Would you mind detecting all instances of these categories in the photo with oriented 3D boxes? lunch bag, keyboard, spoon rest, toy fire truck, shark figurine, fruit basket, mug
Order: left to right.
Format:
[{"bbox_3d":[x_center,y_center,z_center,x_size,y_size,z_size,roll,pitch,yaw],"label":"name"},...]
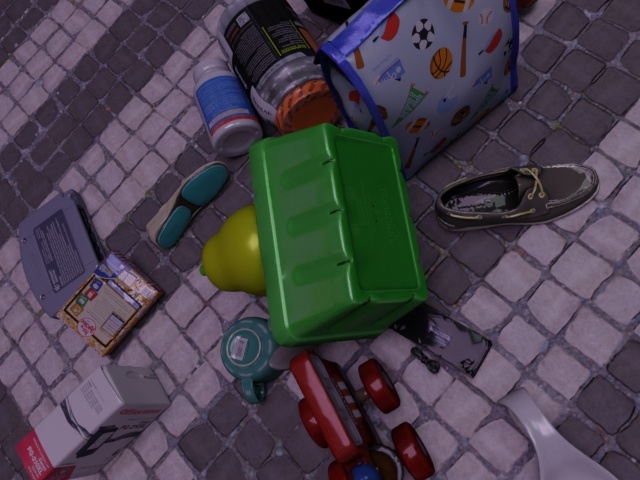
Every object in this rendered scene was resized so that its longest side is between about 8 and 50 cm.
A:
[{"bbox_3d":[-0.128,0.229,1.052,0.129,0.097,0.158,-36,66,5],"label":"mug"},{"bbox_3d":[-0.031,0.006,0.943,0.392,0.283,0.392,-4,85,52],"label":"fruit basket"},{"bbox_3d":[-0.033,0.138,1.041,0.116,0.166,0.278,-49,35,27],"label":"shark figurine"},{"bbox_3d":[0.059,0.333,0.875,0.169,0.254,0.302,-31,67,7],"label":"toy fire truck"},{"bbox_3d":[0.177,-0.341,0.969,0.328,0.385,0.239,-42,67,3],"label":"lunch bag"},{"bbox_3d":[0.218,0.192,0.993,0.180,0.023,0.108,29,78,24],"label":"keyboard"},{"bbox_3d":[0.389,0.372,0.847,0.137,0.084,0.276,-31,66,1],"label":"spoon rest"}]

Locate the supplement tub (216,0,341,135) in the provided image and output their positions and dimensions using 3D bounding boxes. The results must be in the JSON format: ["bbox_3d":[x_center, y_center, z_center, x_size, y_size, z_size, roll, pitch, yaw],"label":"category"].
[{"bbox_3d":[-0.088,-0.386,1.172,0.193,0.193,0.316,-32,66,6],"label":"supplement tub"}]

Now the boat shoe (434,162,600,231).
[{"bbox_3d":[0.368,-0.086,0.989,0.305,0.091,0.109,-12,71,14],"label":"boat shoe"}]

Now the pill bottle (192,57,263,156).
[{"bbox_3d":[-0.226,-0.318,1.234,0.124,0.124,0.221,-27,69,9],"label":"pill bottle"}]

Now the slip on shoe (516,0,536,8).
[{"bbox_3d":[0.328,-0.566,1.148,0.331,0.101,0.123,26,89,36],"label":"slip on shoe"}]

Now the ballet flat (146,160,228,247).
[{"bbox_3d":[-0.317,-0.096,1.227,0.086,0.086,0.248,41,90,24],"label":"ballet flat"}]

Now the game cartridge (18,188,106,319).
[{"bbox_3d":[-0.642,0.037,1.303,0.196,0.060,0.294,-32,67,3],"label":"game cartridge"}]

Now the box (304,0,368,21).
[{"bbox_3d":[0.108,-0.655,1.156,0.294,0.183,0.296,-50,47,-3],"label":"box"}]

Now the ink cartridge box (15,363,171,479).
[{"bbox_3d":[-0.455,0.372,1.074,0.237,0.172,0.100,-43,67,2],"label":"ink cartridge box"}]

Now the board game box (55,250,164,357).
[{"bbox_3d":[-0.477,0.142,1.193,0.147,0.045,0.193,42,89,2],"label":"board game box"}]
